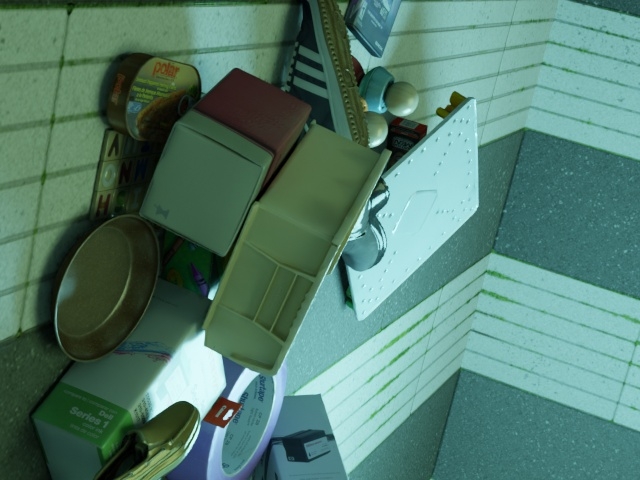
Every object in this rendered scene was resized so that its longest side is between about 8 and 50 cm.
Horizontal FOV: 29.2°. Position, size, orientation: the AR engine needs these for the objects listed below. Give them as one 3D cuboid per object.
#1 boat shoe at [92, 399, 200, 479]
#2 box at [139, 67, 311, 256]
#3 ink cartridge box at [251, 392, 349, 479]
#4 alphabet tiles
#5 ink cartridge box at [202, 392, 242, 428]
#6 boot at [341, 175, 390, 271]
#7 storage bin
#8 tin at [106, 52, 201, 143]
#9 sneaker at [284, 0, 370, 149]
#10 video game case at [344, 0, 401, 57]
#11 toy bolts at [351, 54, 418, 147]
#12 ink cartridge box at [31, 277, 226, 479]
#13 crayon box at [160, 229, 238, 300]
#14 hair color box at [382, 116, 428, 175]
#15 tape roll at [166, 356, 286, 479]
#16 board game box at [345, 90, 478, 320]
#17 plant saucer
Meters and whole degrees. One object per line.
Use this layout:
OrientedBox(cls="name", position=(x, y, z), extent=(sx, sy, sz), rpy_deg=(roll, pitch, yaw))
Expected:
OrientedBox(cls="boat shoe", position=(-0.218, 0.262, 1.550), extent=(0.190, 0.068, 0.072), rpy_deg=(-52, 141, -39))
OrientedBox(cls="box", position=(-0.119, -0.108, 1.614), extent=(0.149, 0.127, 0.232), rpy_deg=(-64, 178, 29))
OrientedBox(cls="ink cartridge box", position=(-0.037, 0.462, 2.248), extent=(0.307, 0.129, 0.223), rpy_deg=(-111, -156, -56))
OrientedBox(cls="alphabet tiles", position=(-0.228, -0.096, 1.626), extent=(0.237, 0.009, 0.198), rpy_deg=(-21, 127, -66))
OrientedBox(cls="ink cartridge box", position=(-0.184, 0.242, 1.894), extent=(0.063, 0.115, 0.029), rpy_deg=(-50, 152, -47))
OrientedBox(cls="boot", position=(0.000, 0.000, 2.160), extent=(0.222, 0.118, 0.338), rpy_deg=(-36, 156, -16))
OrientedBox(cls="storage bin", position=(-0.036, 0.011, 1.682), extent=(0.260, 0.123, 0.262), rpy_deg=(-65, 177, 35))
OrientedBox(cls="tin", position=(-0.207, -0.179, 1.543), extent=(0.189, 0.040, 0.106), rpy_deg=(-1, 112, -70))
OrientedBox(cls="sneaker", position=(-0.027, -0.254, 1.928), extent=(0.099, 0.153, 0.282), rpy_deg=(-7, 83, -66))
OrientedBox(cls="video game case", position=(0.121, -0.483, 2.200), extent=(0.274, 0.026, 0.196), rpy_deg=(-70, 161, -2))
OrientedBox(cls="toy bolts", position=(0.066, -0.197, 2.106), extent=(0.228, 0.158, 0.218), rpy_deg=(-56, 155, -38))
OrientedBox(cls="ink cartridge box", position=(-0.251, 0.216, 1.681), extent=(0.278, 0.117, 0.201), rpy_deg=(-55, 155, -38))
OrientedBox(cls="crayon box", position=(-0.133, -0.027, 1.824), extent=(0.278, 0.081, 0.165), rpy_deg=(-42, 146, -59))
OrientedBox(cls="hair color box", position=(0.175, -0.178, 2.553), extent=(0.043, 0.072, 0.141), rpy_deg=(-46, 148, -51))
OrientedBox(cls="tape roll", position=(-0.157, 0.290, 2.053), extent=(0.275, 0.090, 0.275), rpy_deg=(-54, 155, -40))
OrientedBox(cls="board game box", position=(0.178, -0.067, 2.528), extent=(0.390, 0.050, 0.390), rpy_deg=(-42, 151, -19))
OrientedBox(cls="plant saucer", position=(-0.279, 0.056, 1.559), extent=(0.198, 0.036, 0.199), rpy_deg=(-41, 142, -42))
